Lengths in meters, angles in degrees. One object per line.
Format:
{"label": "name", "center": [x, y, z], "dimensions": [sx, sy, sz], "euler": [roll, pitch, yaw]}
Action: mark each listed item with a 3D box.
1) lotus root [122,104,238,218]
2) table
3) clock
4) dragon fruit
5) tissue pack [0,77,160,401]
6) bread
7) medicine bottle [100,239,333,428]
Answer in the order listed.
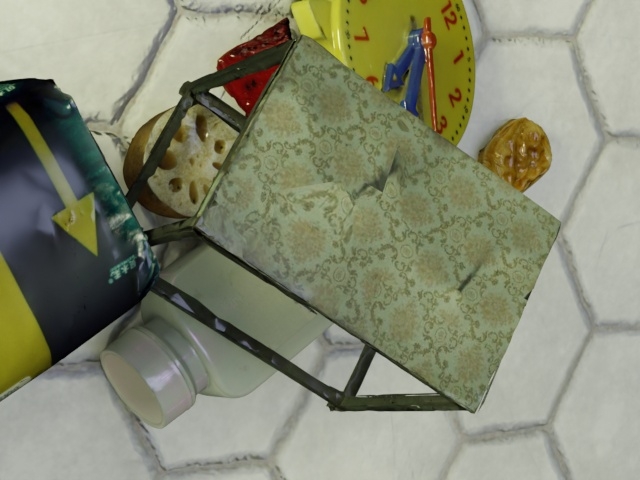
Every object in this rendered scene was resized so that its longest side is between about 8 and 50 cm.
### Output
{"label": "lotus root", "center": [-0.151, -0.087, 1.695], "dimensions": [0.122, 0.081, 0.112], "euler": [-41, 114, -24]}
{"label": "table", "center": [0.000, 0.000, 1.576], "dimensions": [0.335, 0.272, 0.222], "euler": [35, 70, -22]}
{"label": "clock", "center": [0.097, -0.219, 1.798], "dimensions": [0.293, 0.071, 0.277], "euler": [-54, 125, -45]}
{"label": "dragon fruit", "center": [-0.012, -0.150, 1.758], "dimensions": [0.092, 0.122, 0.192], "euler": [-41, 105, -43]}
{"label": "tissue pack", "center": [-0.390, 0.045, 1.433], "dimensions": [0.416, 0.264, 0.253], "euler": [-37, 110, -28]}
{"label": "bread", "center": [0.243, -0.104, 1.991], "dimensions": [0.110, 0.044, 0.083], "euler": [-42, 113, -26]}
{"label": "medicine bottle", "center": [-0.095, 0.076, 1.735], "dimensions": [0.296, 0.111, 0.161], "euler": [-40, 107, -27]}
